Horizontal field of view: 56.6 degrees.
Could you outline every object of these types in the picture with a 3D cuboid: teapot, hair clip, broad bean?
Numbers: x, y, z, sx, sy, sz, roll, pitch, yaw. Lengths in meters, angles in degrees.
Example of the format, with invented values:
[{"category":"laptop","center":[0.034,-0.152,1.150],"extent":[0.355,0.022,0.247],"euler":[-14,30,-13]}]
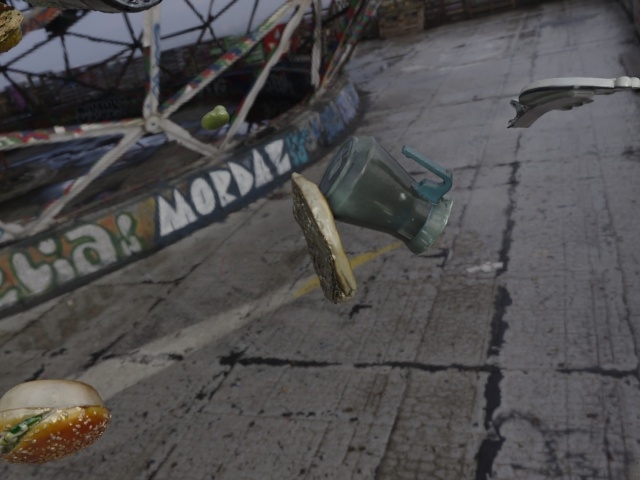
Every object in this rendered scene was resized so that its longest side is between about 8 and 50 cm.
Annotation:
[{"category":"teapot","center":[0.127,-0.089,1.097],"extent":[0.203,0.225,0.171],"euler":[-48,20,43]},{"category":"hair clip","center":[0.386,-0.227,0.967],"extent":[0.140,0.054,0.220],"euler":[3,-2,-15]},{"category":"broad bean","center":[-0.278,-0.322,1.579],"extent":[0.083,0.045,0.063],"euler":[-32,-23,27]}]

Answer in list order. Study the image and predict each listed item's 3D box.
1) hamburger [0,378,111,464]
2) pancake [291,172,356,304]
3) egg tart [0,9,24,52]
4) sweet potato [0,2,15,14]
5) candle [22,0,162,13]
[{"category":"hamburger","center":[-0.538,0.365,1.185],"extent":[0.237,0.237,0.147],"euler":[-14,59,1]},{"category":"pancake","center":[-0.001,0.000,1.098],"extent":[0.049,0.282,0.282],"euler":[-23,23,-8]},{"category":"egg tart","center":[-0.616,-0.391,1.130],"extent":[0.129,0.049,0.128],"euler":[-9,48,10]},{"category":"sweet potato","center":[-0.514,-0.286,0.779],"extent":[0.068,0.068,0.226],"euler":[4,39,37]},{"category":"candle","center":[-0.361,-0.415,0.817],"extent":[0.330,0.187,0.187],"euler":[15,34,28]}]
